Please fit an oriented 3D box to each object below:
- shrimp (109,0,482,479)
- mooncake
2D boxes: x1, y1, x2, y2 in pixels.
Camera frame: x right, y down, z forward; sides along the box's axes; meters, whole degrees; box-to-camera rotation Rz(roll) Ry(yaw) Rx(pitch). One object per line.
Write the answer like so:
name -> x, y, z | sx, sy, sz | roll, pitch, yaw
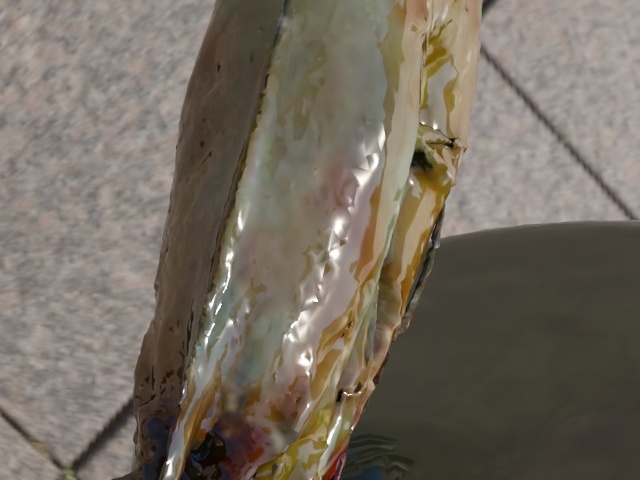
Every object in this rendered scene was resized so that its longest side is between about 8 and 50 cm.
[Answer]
shrimp -> 0.001, 0.000, 0.432 | 0.154, 0.062, 0.294 | 57, 47, -54
mooncake -> 0.096, 0.130, 0.675 | 0.351, 0.351, 0.187 | -24, 114, -22
